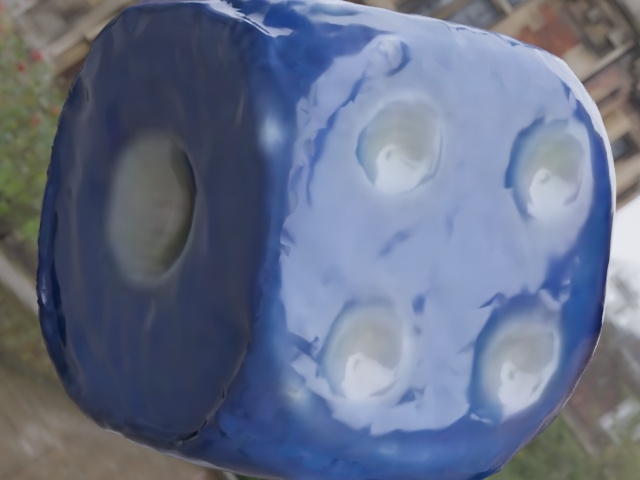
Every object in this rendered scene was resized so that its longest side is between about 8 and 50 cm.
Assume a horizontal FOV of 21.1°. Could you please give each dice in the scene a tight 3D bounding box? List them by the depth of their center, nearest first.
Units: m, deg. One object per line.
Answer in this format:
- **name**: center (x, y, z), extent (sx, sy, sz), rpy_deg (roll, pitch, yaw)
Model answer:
- **dice**: center (0.000, 0.000, 0.559), extent (0.146, 0.146, 0.143), rpy_deg (7, 4, -40)
